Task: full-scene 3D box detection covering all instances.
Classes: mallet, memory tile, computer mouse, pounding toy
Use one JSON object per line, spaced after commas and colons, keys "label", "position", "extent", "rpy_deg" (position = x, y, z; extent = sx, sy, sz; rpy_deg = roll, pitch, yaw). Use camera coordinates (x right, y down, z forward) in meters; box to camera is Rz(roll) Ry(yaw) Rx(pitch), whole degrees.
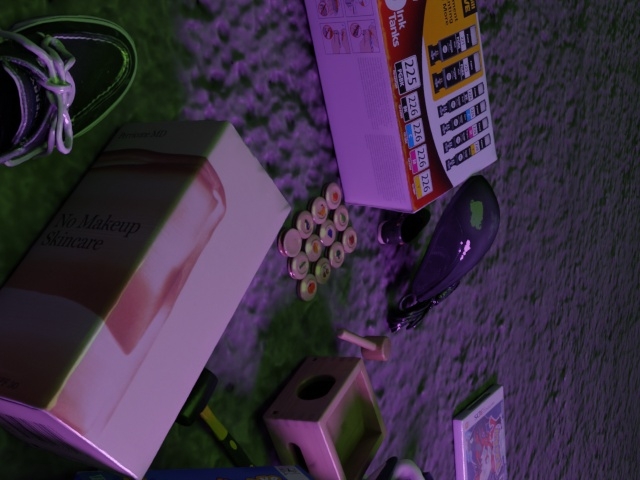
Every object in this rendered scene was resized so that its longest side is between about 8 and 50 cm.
{"label": "mallet", "position": [-0.119, 0.223, 0.906], "extent": [0.062, 0.039, 0.189], "rpy_deg": [-52, 136, -38]}
{"label": "memory tile", "position": [0.000, 0.000, 1.068], "extent": [0.148, 0.012, 0.113], "rpy_deg": [-48, 129, -40]}
{"label": "computer mouse", "position": [0.205, 0.023, 1.195], "extent": [0.188, 0.072, 0.272], "rpy_deg": [-38, 155, -41]}
{"label": "pounding toy", "position": [0.014, 0.192, 1.040], "extent": [0.206, 0.094, 0.181], "rpy_deg": [-48, 126, -49]}

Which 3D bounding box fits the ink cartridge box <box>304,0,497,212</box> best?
{"label": "ink cartridge box", "position": [0.136, -0.235, 1.099], "extent": [0.272, 0.130, 0.309], "rpy_deg": [-32, 119, -38]}

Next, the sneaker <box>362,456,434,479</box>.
{"label": "sneaker", "position": [0.085, 0.333, 1.036], "extent": [0.094, 0.153, 0.235], "rpy_deg": [55, 10, 7]}

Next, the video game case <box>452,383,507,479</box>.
{"label": "video game case", "position": [0.303, 0.395, 1.511], "extent": [0.183, 0.023, 0.201], "rpy_deg": [-20, 109, -52]}

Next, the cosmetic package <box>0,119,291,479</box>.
{"label": "cosmetic package", "position": [-0.170, 0.040, 0.718], "extent": [0.129, 0.153, 0.296], "rpy_deg": [56, 48, -40]}

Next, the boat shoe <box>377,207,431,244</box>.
{"label": "boat shoe", "position": [0.138, -0.022, 1.234], "extent": [0.133, 0.042, 0.048], "rpy_deg": [-24, 110, -53]}

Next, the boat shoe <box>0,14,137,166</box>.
{"label": "boat shoe", "position": [-0.244, -0.115, 0.639], "extent": [0.306, 0.105, 0.113], "rpy_deg": [-31, 118, -49]}

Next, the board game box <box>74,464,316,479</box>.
{"label": "board game box", "position": [-0.138, 0.382, 0.729], "extent": [0.233, 0.078, 0.347], "rpy_deg": [11, 98, -37]}

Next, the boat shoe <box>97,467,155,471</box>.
{"label": "boat shoe", "position": [-0.111, 0.309, 0.857], "extent": [0.324, 0.117, 0.096], "rpy_deg": [27, 76, -48]}
